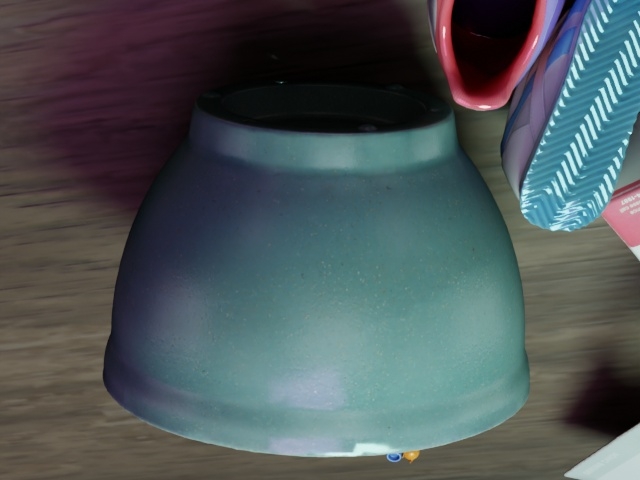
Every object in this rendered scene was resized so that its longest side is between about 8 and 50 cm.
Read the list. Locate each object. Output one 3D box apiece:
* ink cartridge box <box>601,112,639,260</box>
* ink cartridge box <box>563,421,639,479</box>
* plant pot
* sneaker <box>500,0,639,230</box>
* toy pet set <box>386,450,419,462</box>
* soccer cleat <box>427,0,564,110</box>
[{"bbox_3d":[0.315,-0.011,1.281,0.159,0.092,0.218,-26,123,29],"label":"ink cartridge box"},{"bbox_3d":[0.344,0.153,1.386,0.239,0.060,0.275,18,156,-7],"label":"ink cartridge box"},{"bbox_3d":[0.000,0.000,1.241,0.293,0.293,0.196,4,107,6],"label":"plant pot"},{"bbox_3d":[0.181,-0.123,1.202,0.087,0.092,0.228,19,113,-22],"label":"sneaker"},{"bbox_3d":[0.050,0.146,1.488,0.122,0.065,0.114,34,129,-22],"label":"toy pet set"},{"bbox_3d":[0.123,-0.222,1.096,0.109,0.116,0.318,9,134,0],"label":"soccer cleat"}]
